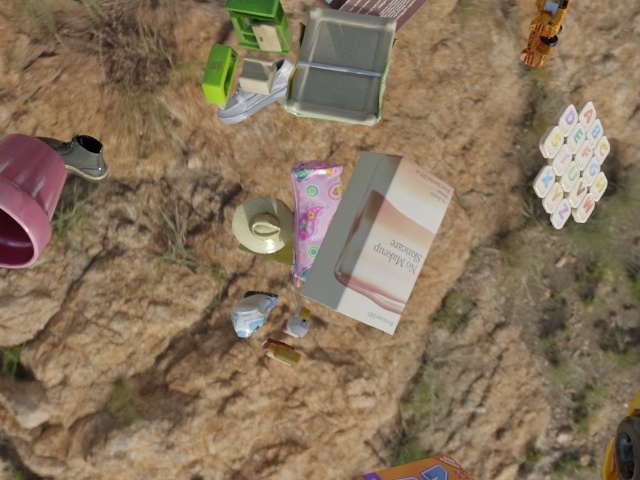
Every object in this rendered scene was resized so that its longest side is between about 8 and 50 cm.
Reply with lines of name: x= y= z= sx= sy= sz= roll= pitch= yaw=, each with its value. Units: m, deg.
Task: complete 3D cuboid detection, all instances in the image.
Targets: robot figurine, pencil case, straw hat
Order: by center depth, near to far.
pencil case: x=-0.008 y=-0.038 z=1.560 sx=0.124 sy=0.124 sz=0.284 roll=-3 pitch=104 yaw=-12
straw hat: x=-0.126 y=-0.029 z=1.578 sx=0.145 sy=0.061 sz=0.144 roll=-2 pitch=103 yaw=-11
robot figurine: x=0.604 y=-0.607 z=1.833 sx=0.085 sy=0.291 sz=0.211 roll=17 pitch=150 yaw=10

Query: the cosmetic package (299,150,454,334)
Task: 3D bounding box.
cosmetic package: x=0.104 y=0.002 z=1.277 sx=0.153 sy=0.129 sz=0.296 roll=25 pitch=86 yaw=-34

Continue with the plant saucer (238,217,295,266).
plant saucer: x=0.000 y=0.000 z=1.934 sx=0.333 sy=0.333 sz=0.081 roll=-12 pitch=113 yaw=-52

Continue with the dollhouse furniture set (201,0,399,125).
dollhouse furniture set: x=-0.026 y=-0.291 z=1.203 sx=0.302 sy=0.151 sz=0.197 roll=12 pitch=80 yaw=7

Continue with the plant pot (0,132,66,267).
plant pot: x=-0.544 y=-0.081 z=1.215 sx=0.201 sy=0.180 sz=0.201 roll=11 pitch=139 yaw=9

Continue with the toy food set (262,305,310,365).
toy food set: x=-0.107 y=0.275 z=2.035 sx=0.105 sy=0.232 sz=0.111 roll=27 pitch=128 yaw=-10

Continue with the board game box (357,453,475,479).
board game box: x=0.248 y=0.787 z=1.663 sx=0.357 sy=0.356 sz=0.356 roll=6 pitch=115 yaw=-45

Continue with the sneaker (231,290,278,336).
sneaker: x=-0.168 y=0.182 z=1.780 sx=0.085 sy=0.237 sz=0.086 roll=8 pitch=102 yaw=13

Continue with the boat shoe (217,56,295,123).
boat shoe: x=-0.171 y=-0.384 z=1.776 sx=0.268 sy=0.096 sz=0.088 roll=-17 pitch=139 yaw=31

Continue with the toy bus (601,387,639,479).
toy bus: x=0.315 y=0.231 z=0.612 sx=0.150 sy=0.211 sz=0.220 roll=2 pitch=83 yaw=3

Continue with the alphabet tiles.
alphabet tiles: x=0.607 y=-0.179 z=1.660 sx=0.278 sy=0.021 sz=0.284 roll=-53 pitch=126 yaw=-18

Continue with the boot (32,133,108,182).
boot: x=-0.587 y=-0.221 z=1.617 sx=0.198 sy=0.137 sz=0.076 roll=19 pitch=63 yaw=-7

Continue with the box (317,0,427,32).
box: x=0.080 y=-0.519 z=1.409 sx=0.167 sy=0.168 sz=0.203 roll=-45 pitch=156 yaw=11
